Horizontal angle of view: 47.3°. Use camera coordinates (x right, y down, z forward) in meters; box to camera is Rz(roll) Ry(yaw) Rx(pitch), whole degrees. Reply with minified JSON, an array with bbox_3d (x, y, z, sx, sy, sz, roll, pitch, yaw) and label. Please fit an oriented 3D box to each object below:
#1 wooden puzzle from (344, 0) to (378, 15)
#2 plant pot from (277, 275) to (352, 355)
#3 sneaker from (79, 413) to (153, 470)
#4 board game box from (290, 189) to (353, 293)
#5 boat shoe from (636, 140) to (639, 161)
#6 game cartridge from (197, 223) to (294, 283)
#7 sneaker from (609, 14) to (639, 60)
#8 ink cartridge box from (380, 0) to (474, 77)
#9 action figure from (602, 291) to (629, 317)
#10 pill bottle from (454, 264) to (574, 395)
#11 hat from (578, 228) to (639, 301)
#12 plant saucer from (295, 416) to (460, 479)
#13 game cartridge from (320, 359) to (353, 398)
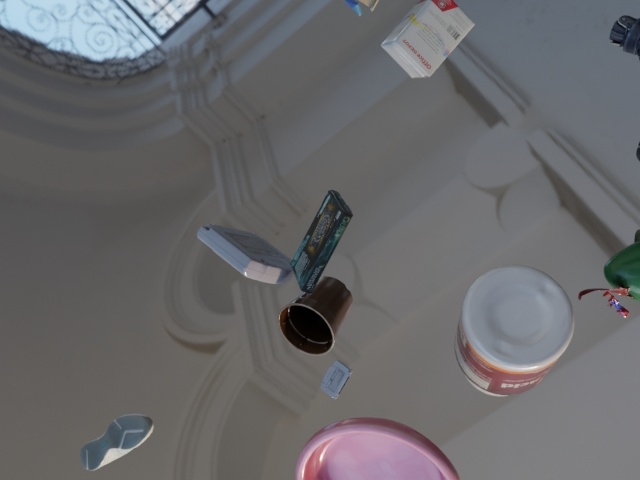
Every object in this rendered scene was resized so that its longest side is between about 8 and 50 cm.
[{"bbox_3d":[0.046,-0.327,0.922,0.078,0.014,0.116,37,170,-11],"label":"wooden puzzle"},{"bbox_3d":[-0.002,0.191,1.944,0.167,0.167,0.165,50,-138,-7],"label":"plant pot"},{"bbox_3d":[-0.315,0.313,1.161,0.061,0.152,0.054,-2,-118,-62],"label":"sneaker"},{"bbox_3d":[0.000,0.000,1.476,0.026,0.186,0.126,22,-162,-21],"label":"board game box"},{"bbox_3d":[0.985,-0.326,2.039,0.127,0.340,0.113,38,152,3],"label":"boat shoe"},{"bbox_3d":[-0.175,0.039,1.909,0.198,0.062,0.297,41,-170,21],"label":"game cartridge"},{"bbox_3d":[0.766,-0.460,1.762,0.163,0.086,0.226,29,-131,19],"label":"sneaker"},{"bbox_3d":[0.263,-0.511,1.823,0.128,0.176,0.127,42,179,-16],"label":"ink cartridge box"},{"bbox_3d":[0.775,0.172,1.909,0.115,0.030,0.038,35,-170,-34],"label":"action figure"},{"bbox_3d":[0.416,0.221,1.631,0.224,0.224,0.392,58,174,22],"label":"pill bottle"},{"bbox_3d":[0.575,0.077,1.459,0.208,0.183,0.173,67,-169,-53],"label":"hat"},{"bbox_3d":[0.118,0.472,1.436,0.332,0.332,0.084,49,-151,-11],"label":"plant saucer"},{"bbox_3d":[0.037,0.334,1.767,0.056,0.083,0.017,34,-172,24],"label":"game cartridge"}]
